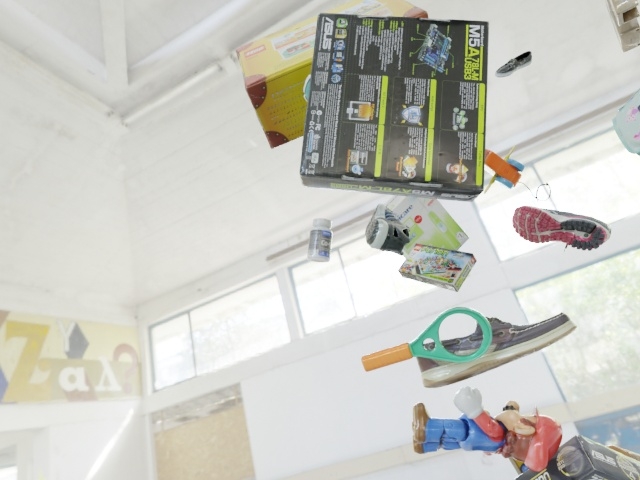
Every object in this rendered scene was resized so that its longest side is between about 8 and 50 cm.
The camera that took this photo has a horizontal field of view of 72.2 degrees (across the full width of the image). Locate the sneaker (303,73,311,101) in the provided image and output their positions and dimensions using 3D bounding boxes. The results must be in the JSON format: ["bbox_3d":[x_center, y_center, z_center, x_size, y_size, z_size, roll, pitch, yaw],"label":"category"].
[{"bbox_3d":[0.101,-0.322,0.927,0.275,0.110,0.107,-5,-41,-8],"label":"sneaker"}]

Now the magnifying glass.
[{"bbox_3d":[0.180,0.183,0.760,0.230,0.092,0.026,-23,-8,20],"label":"magnifying glass"}]

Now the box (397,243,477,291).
[{"bbox_3d":[0.336,0.075,1.279,0.207,0.114,0.036,12,-31,53],"label":"box"}]

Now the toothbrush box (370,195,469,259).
[{"bbox_3d":[0.353,-0.042,1.569,0.206,0.283,0.122,-44,13,-3],"label":"toothbrush box"}]

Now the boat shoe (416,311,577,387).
[{"bbox_3d":[0.307,0.183,0.797,0.285,0.092,0.103,-27,-26,14],"label":"boat shoe"}]

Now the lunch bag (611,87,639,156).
[{"bbox_3d":[0.860,-0.284,1.031,0.160,0.262,0.223,-38,-20,-19],"label":"lunch bag"}]

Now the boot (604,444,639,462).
[{"bbox_3d":[0.878,0.751,1.278,0.220,0.284,0.109,15,-27,-14],"label":"boot"}]

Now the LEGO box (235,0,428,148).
[{"bbox_3d":[0.027,-0.514,1.278,0.500,0.373,0.193,-21,-51,2],"label":"LEGO box"}]

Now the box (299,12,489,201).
[{"bbox_3d":[0.078,-0.143,0.463,0.184,0.191,0.045,5,-12,1],"label":"box"}]

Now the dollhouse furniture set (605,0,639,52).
[{"bbox_3d":[0.926,-0.658,1.090,0.355,0.174,0.303,-19,-18,36],"label":"dollhouse furniture set"}]

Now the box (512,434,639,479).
[{"bbox_3d":[0.656,0.646,1.046,0.394,0.097,0.318,25,-60,-13],"label":"box"}]

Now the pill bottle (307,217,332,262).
[{"bbox_3d":[0.000,0.000,1.461,0.078,0.137,0.078,5,-13,1],"label":"pill bottle"}]

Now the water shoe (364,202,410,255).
[{"bbox_3d":[0.137,-0.016,0.891,0.080,0.203,0.073,25,-69,0],"label":"water shoe"}]

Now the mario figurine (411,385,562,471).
[{"bbox_3d":[0.370,0.410,0.993,0.320,0.170,0.198,1,-11,8],"label":"mario figurine"}]

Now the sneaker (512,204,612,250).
[{"bbox_3d":[0.774,-0.042,1.430,0.112,0.299,0.121,-16,-62,-38],"label":"sneaker"}]

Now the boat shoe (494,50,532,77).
[{"bbox_3d":[0.654,-0.599,1.489,0.142,0.049,0.040,-27,-44,-7],"label":"boat shoe"}]

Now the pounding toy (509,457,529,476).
[{"bbox_3d":[0.595,0.637,1.338,0.206,0.181,0.094,-30,4,25],"label":"pounding toy"}]

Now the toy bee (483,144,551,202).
[{"bbox_3d":[0.689,-0.242,1.655,0.195,0.298,0.162,-39,17,3],"label":"toy bee"}]
